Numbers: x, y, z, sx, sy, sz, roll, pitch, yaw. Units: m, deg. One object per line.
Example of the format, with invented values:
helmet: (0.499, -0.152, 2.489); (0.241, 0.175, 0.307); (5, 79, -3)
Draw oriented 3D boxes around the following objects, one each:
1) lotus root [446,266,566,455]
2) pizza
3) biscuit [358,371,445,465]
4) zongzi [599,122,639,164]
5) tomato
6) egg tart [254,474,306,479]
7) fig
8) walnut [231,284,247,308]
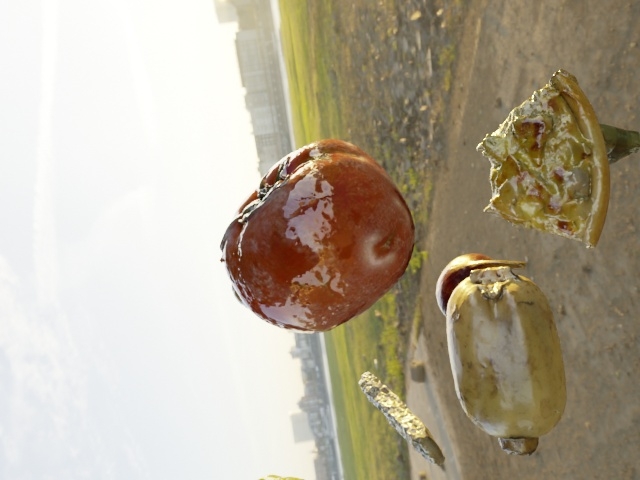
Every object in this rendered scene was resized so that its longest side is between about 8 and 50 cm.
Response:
lotus root: (0.276, 0.183, 0.824); (0.146, 0.160, 0.284); (-15, -85, -50)
pizza: (0.390, -0.136, 0.986); (0.089, 0.223, 0.323); (7, -104, -58)
biscuit: (0.146, 0.313, 0.935); (0.141, 0.038, 0.290); (53, 171, -14)
zongzi: (0.575, -0.201, 1.170); (0.130, 0.154, 0.062); (124, 157, -72)
tomato: (0.000, -0.002, 0.649); (0.188, 0.232, 0.232); (44, -168, -20)
egg tart: (-0.064, 0.514, 0.990); (0.078, 0.197, 0.197); (118, 150, -47)
fig: (0.339, 0.091, 1.184); (0.207, 0.175, 0.175); (78, -178, -48)
walnut: (-0.069, 0.041, 0.905); (0.207, 0.159, 0.159); (-23, -74, -67)
